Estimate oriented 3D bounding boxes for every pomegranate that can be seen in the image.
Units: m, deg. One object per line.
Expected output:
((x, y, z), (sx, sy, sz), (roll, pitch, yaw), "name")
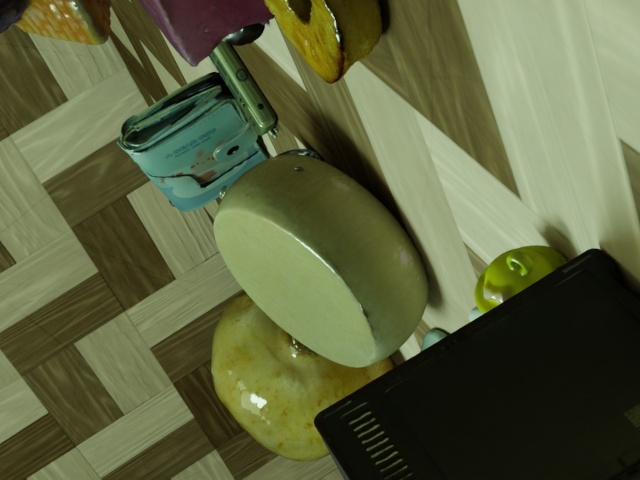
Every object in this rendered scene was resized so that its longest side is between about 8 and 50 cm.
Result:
((-0.029, 0.189, 2.000), (0.307, 0.307, 0.307), (56, 172, 12), "pomegranate")

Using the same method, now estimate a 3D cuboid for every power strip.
((-0.107, -0.208, 1.759), (0.169, 0.028, 0.076), (57, 171, 2), "power strip")

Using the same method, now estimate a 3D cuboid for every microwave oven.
((0.153, 0.165, 0.875), (0.178, 0.247, 0.188), (52, 170, 51), "microwave oven")

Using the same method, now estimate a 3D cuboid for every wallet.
((-0.179, -0.139, 1.902), (0.075, 0.176, 0.250), (59, 180, 21), "wallet")

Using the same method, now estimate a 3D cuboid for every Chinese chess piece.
((-0.001, 0.024, 1.491), (0.273, 0.102, 0.273), (35, 155, 19), "Chinese chess piece")

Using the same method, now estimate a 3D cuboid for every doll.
((0.167, 0.073, 1.017), (0.129, 0.081, 0.207), (29, 154, 33), "doll")

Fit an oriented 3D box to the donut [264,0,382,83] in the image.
((-0.002, -0.202, 1.046), (0.152, 0.058, 0.152), (55, 171, 13), "donut")

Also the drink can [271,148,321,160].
((0.000, 0.000, 1.681), (0.097, 0.097, 0.235), (47, 168, 53), "drink can")

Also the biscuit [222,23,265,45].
((-0.138, -0.306, 1.460), (0.055, 0.061, 0.219), (-13, -115, -50), "biscuit")

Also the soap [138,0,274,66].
((-0.195, -0.373, 1.313), (0.359, 0.128, 0.233), (53, 173, 31), "soap")

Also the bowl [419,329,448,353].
((0.176, 0.340, 1.571), (0.435, 0.196, 0.435), (55, 172, 12), "bowl")

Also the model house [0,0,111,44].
((-0.350, -0.290, 1.306), (0.237, 0.237, 0.202), (46, 164, 39), "model house")
